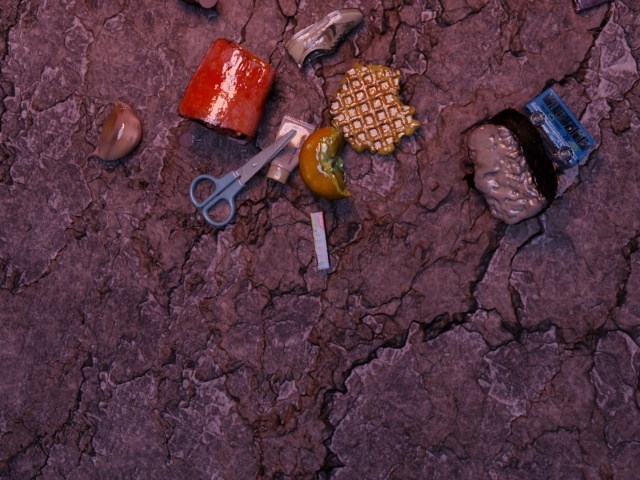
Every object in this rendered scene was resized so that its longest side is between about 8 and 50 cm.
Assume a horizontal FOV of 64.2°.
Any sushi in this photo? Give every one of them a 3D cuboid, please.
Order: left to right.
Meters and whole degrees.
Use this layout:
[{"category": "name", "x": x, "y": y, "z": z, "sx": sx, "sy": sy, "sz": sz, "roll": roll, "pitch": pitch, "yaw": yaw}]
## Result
[{"category": "sushi", "x": 0.584, "y": -0.224, "z": 1.587, "sx": 0.234, "sy": 0.208, "sz": 0.348, "roll": -11, "pitch": 107, "yaw": 50}]

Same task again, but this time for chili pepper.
[{"category": "chili pepper", "x": -0.286, "y": -0.483, "z": 1.634, "sx": 0.251, "sy": 0.229, "sz": 0.305, "roll": 27, "pitch": 98, "yaw": 19}]

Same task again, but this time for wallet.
[{"category": "wallet", "x": 0.832, "y": -0.811, "z": 1.603, "sx": 0.111, "sy": 0.030, "sz": 0.165, "roll": -19, "pitch": 95, "yaw": 2}]

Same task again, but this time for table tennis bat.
[{"category": "table tennis bat", "x": -0.449, "y": -0.348, "z": 1.766, "sx": 0.083, "sy": 0.007, "sz": 0.050, "roll": 3, "pitch": 95, "yaw": 7}]

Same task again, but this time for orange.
[{"category": "orange", "x": 0.009, "y": -0.243, "z": 1.649, "sx": 0.159, "sy": 0.179, "sz": 0.237, "roll": -8, "pitch": 102, "yaw": 10}]

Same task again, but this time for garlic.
[{"category": "garlic", "x": -0.708, "y": -0.339, "z": 1.751, "sx": 0.129, "sy": 0.148, "sz": 0.266, "roll": 34, "pitch": 94, "yaw": -35}]

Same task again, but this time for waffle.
[{"category": "waffle", "x": 0.176, "y": -0.434, "z": 1.680, "sx": 0.281, "sy": 0.058, "sz": 0.301, "roll": -44, "pitch": 91, "yaw": 9}]

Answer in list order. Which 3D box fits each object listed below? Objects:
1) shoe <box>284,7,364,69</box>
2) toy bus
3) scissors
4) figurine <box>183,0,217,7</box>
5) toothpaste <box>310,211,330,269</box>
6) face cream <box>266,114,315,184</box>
[{"category": "shoe", "x": 0.020, "y": -0.657, "z": 1.655, "sx": 0.275, "sy": 0.103, "sz": 0.098, "roll": -26, "pitch": 94, "yaw": 13}, {"category": "toy bus", "x": 0.739, "y": -0.348, "z": 1.611, "sx": 0.134, "sy": 0.113, "sz": 0.246, "roll": -38, "pitch": 89, "yaw": 1}, {"category": "scissors", "x": -0.249, "y": -0.229, "z": 1.709, "sx": 0.447, "sy": 0.029, "sz": 0.192, "roll": -36, "pitch": 88, "yaw": 18}, {"category": "figurine", "x": -0.425, "y": -0.860, "z": 1.642, "sx": 0.275, "sy": 0.158, "sz": 0.161, "roll": 45, "pitch": 57, "yaw": 1}, {"category": "toothpaste", "x": 0.000, "y": 0.000, "z": 1.727, "sx": 0.044, "sy": 0.070, "sz": 0.193, "roll": -7, "pitch": 95, "yaw": 7}, {"category": "face cream", "x": -0.111, "y": -0.304, "z": 1.720, "sx": 0.114, "sy": 0.070, "sz": 0.224, "roll": 22, "pitch": 88, "yaw": 3}]
